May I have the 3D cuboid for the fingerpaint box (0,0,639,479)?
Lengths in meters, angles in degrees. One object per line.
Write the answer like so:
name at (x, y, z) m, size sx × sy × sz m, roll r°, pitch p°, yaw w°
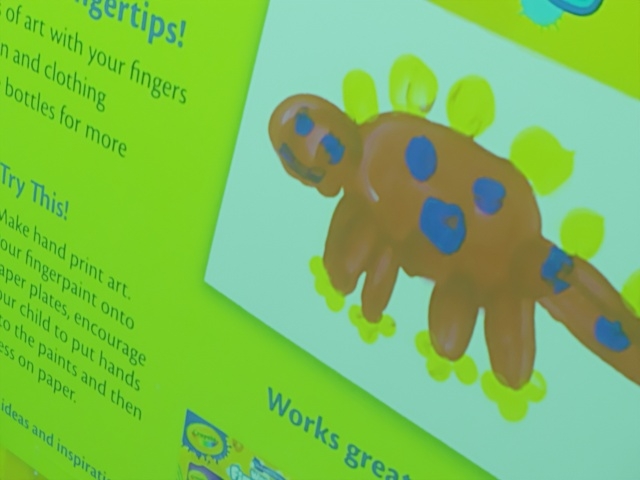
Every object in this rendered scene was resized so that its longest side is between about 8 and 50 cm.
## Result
fingerpaint box at (0.000, -0.050, 0.521) m, size 0.445 × 0.371 × 0.163 m, roll 27°, pitch 28°, yaw 33°
